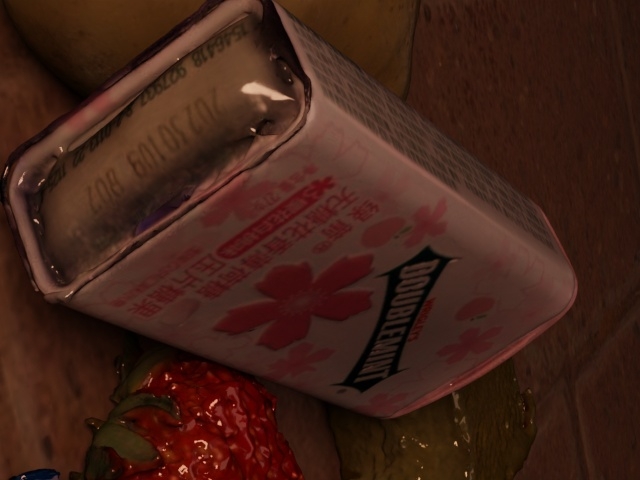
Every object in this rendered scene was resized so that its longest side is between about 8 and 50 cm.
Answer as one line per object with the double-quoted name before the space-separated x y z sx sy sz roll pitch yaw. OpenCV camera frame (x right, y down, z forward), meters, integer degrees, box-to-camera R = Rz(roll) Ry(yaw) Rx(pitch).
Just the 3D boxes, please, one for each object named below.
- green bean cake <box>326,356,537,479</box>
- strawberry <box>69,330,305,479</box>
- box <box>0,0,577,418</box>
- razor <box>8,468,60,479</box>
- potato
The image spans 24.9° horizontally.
"green bean cake" 0.073 0.114 1.172 0.233 0.124 0.236 -41 120 -60
"strawberry" -0.064 0.177 0.912 0.228 0.098 0.174 64 33 -30
"box" 0.000 0.000 0.860 0.369 0.190 0.112 26 33 -55
"razor" -0.209 0.178 0.676 0.324 0.056 0.093 -2 87 -63
"potato" -0.056 -0.177 0.881 0.326 0.221 0.243 28 68 -54
